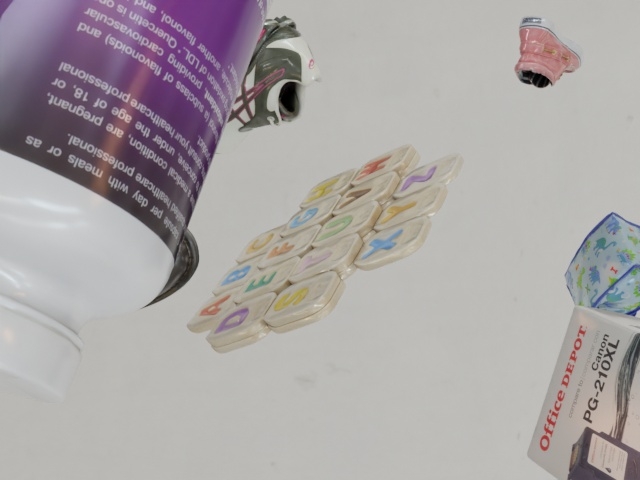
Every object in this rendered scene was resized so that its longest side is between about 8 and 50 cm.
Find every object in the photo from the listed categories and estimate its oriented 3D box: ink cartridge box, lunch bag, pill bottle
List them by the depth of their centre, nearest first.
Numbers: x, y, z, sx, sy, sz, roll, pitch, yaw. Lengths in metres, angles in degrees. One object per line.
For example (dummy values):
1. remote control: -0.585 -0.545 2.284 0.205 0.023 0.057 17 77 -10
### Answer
1. pill bottle: -0.143 -0.083 0.540 0.182 0.181 0.322 13 70 14
2. ink cartridge box: 0.320 0.178 0.898 0.100 0.237 0.171 13 97 -28
3. lunch bag: 0.452 0.057 1.508 0.151 0.096 0.128 -49 28 32

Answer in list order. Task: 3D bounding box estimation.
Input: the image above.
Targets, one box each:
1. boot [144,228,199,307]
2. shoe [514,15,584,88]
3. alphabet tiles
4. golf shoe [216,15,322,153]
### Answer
1. boot: -0.241 0.068 0.797 0.263 0.229 0.091 -17 105 11
2. shoe: 0.326 -0.254 1.386 0.064 0.178 0.081 8 85 33
3. alphabet tiles: 0.000 0.000 0.926 0.278 0.284 0.021 -22 113 35
4. golf shoe: -0.096 -0.197 1.400 0.105 0.273 0.120 -27 73 -40
